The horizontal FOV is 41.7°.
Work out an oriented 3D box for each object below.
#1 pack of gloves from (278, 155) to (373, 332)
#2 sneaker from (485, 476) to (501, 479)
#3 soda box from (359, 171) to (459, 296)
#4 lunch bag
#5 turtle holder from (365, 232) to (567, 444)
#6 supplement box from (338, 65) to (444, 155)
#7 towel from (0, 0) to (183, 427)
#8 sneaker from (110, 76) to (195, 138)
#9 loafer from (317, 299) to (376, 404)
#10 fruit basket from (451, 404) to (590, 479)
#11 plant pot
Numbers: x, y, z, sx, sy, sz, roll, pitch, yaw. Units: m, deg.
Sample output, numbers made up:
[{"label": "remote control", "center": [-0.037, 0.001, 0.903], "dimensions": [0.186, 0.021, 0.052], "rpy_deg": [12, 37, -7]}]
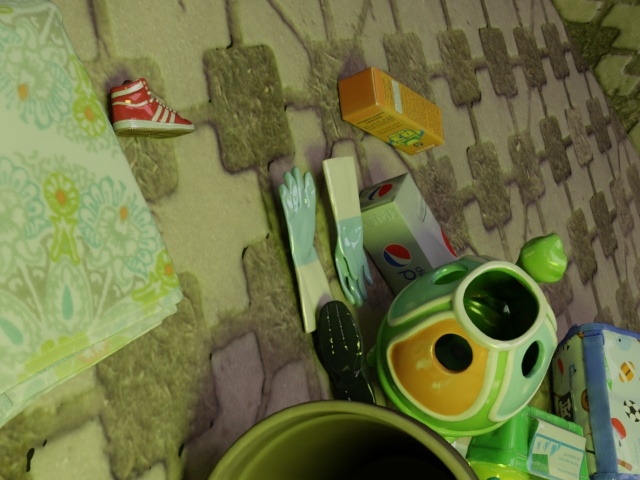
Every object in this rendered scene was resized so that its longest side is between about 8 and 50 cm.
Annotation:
[{"label": "pack of gloves", "center": [0.000, 0.000, 1.226], "dimensions": [0.195, 0.046, 0.232], "rpy_deg": [-17, 98, -56]}, {"label": "sneaker", "center": [0.292, 0.445, 1.178], "dimensions": [0.110, 0.107, 0.275], "rpy_deg": [-45, 109, -14]}, {"label": "soda box", "center": [0.162, 0.037, 1.382], "dimensions": [0.286, 0.091, 0.098], "rpy_deg": [57, 35, -20]}, {"label": "lunch bag", "center": [0.614, 0.373, 1.745], "dimensions": [0.385, 0.239, 0.327], "rpy_deg": [36, 48, -51]}, {"label": "turtle holder", "center": [0.241, 0.133, 1.200], "dimensions": [0.320, 0.227, 0.243], "rpy_deg": [-10, 61, -21]}, {"label": "supplement box", "center": [0.129, -0.223, 1.478], "dimensions": [0.233, 0.078, 0.080], "rpy_deg": [15, 62, -51]}, {"label": "towel", "center": [-0.301, -0.037, 0.756], "dimensions": [0.320, 0.090, 0.374], "rpy_deg": [-33, 102, -59]}, {"label": "sneaker", "center": [-0.199, -0.157, 0.999], "dimensions": [0.118, 0.042, 0.067], "rpy_deg": [-5, 81, -54]}, {"label": "loafer", "center": [0.035, 0.164, 1.174], "dimensions": [0.061, 0.062, 0.170], "rpy_deg": [-44, 122, -84]}, {"label": "fruit basket", "center": [0.305, 0.434, 1.315], "dimensions": [0.327, 0.165, 0.353], "rpy_deg": [26, 62, -34]}, {"label": "plant pot", "center": [0.058, 0.336, 0.928], "dimensions": [0.280, 0.323, 0.323], "rpy_deg": [23, 54, -68]}]
